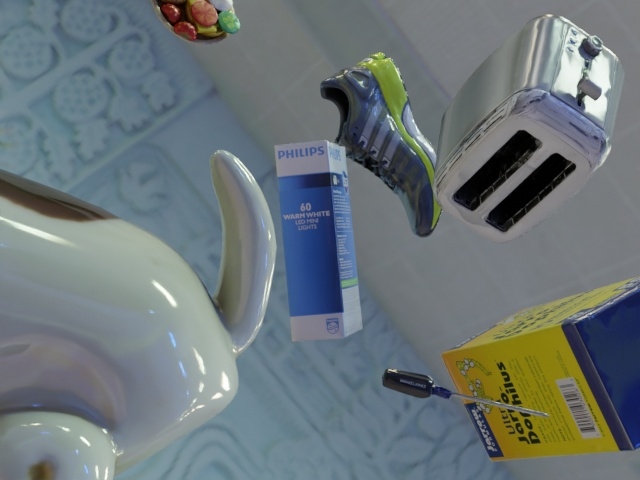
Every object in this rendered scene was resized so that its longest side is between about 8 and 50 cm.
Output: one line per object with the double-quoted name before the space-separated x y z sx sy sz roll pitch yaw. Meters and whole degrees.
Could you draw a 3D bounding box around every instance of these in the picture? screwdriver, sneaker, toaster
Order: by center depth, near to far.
"toaster" 0.194 -0.100 1.139 0.129 0.146 0.227 34 -49 -13
"screwdriver" 0.143 0.158 1.154 0.170 0.025 0.024 16 -40 6
"sneaker" 0.090 -0.134 1.741 0.111 0.121 0.300 115 -46 -65

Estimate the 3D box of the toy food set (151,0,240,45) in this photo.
"toy food set" -0.109 -0.208 1.013 0.020 0.083 0.083 -38 -114 49

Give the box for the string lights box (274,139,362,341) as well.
"string lights box" 0.000 0.000 1.571 0.077 0.133 0.259 -6 -91 12

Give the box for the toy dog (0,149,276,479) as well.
"toy dog" -0.257 0.015 0.674 0.408 0.395 0.284 51 3 -19

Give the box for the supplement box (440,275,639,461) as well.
"supplement box" 0.375 0.194 1.718 0.195 0.194 0.356 65 -27 1
